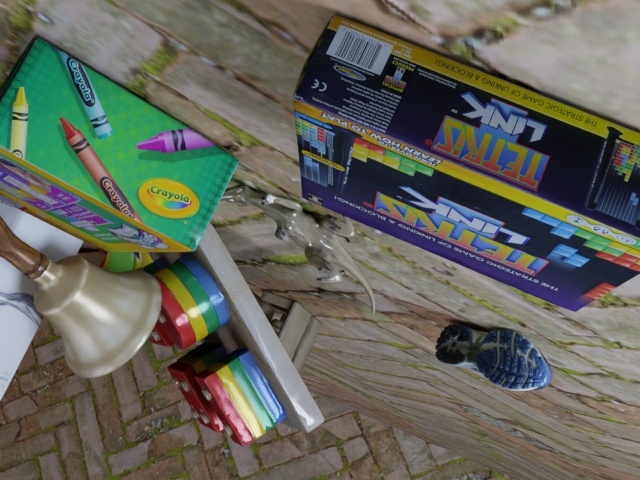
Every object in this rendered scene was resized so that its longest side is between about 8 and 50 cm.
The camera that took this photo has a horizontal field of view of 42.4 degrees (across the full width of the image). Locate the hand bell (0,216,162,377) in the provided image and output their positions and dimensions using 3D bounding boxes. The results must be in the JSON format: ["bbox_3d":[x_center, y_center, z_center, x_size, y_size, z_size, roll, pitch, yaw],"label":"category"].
[{"bbox_3d":[-0.275,0.019,0.774,0.126,0.126,0.242,12,154,43],"label":"hand bell"}]

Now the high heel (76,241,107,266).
[{"bbox_3d":[-0.395,0.058,1.354,0.181,0.127,0.377,26,168,46],"label":"high heel"}]

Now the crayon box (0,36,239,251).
[{"bbox_3d":[-0.200,-0.061,0.683,0.165,0.081,0.278,30,165,-24],"label":"crayon box"}]

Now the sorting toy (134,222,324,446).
[{"bbox_3d":[-0.139,0.117,0.976,0.255,0.089,0.257,61,158,-8],"label":"sorting toy"}]

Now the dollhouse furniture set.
[{"bbox_3d":[-0.096,0.144,1.192,0.151,0.123,0.144,18,165,27],"label":"dollhouse furniture set"}]

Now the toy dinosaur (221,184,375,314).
[{"bbox_3d":[0.000,0.000,0.673,0.183,0.053,0.092,37,179,-17],"label":"toy dinosaur"}]

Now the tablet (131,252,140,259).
[{"bbox_3d":[-0.246,-0.009,1.044,0.006,0.054,0.083,-18,164,-2],"label":"tablet"}]

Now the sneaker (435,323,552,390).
[{"bbox_3d":[0.173,0.111,0.782,0.058,0.052,0.135,21,178,-32],"label":"sneaker"}]

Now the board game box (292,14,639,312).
[{"bbox_3d":[0.073,-0.028,0.405,0.170,0.048,0.141,23,165,7],"label":"board game box"}]

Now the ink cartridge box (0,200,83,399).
[{"bbox_3d":[-0.388,0.017,0.871,0.207,0.282,0.117,20,166,19],"label":"ink cartridge box"}]

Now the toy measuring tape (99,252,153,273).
[{"bbox_3d":[-0.292,0.045,1.182,0.122,0.121,0.330,19,166,21],"label":"toy measuring tape"}]
